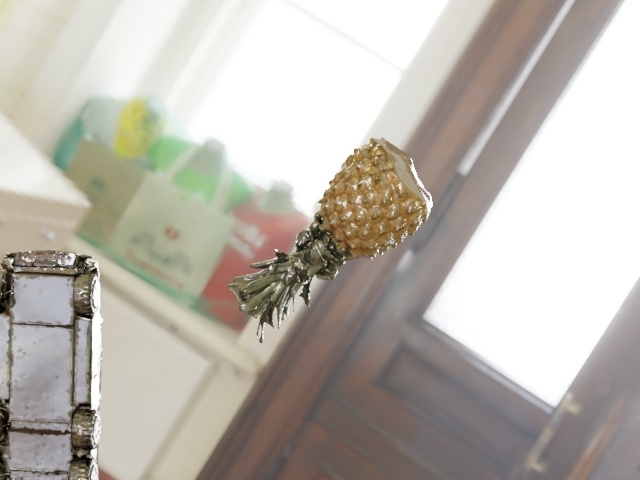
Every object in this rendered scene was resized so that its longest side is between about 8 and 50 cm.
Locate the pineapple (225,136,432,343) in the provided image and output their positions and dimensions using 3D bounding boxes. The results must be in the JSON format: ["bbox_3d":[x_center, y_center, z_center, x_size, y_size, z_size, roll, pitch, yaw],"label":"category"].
[{"bbox_3d":[0.000,0.000,0.771,0.058,0.124,0.058,47,18,-20],"label":"pineapple"}]

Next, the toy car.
[{"bbox_3d":[-0.169,0.087,0.906,0.071,0.165,0.062,2,5,5],"label":"toy car"}]
